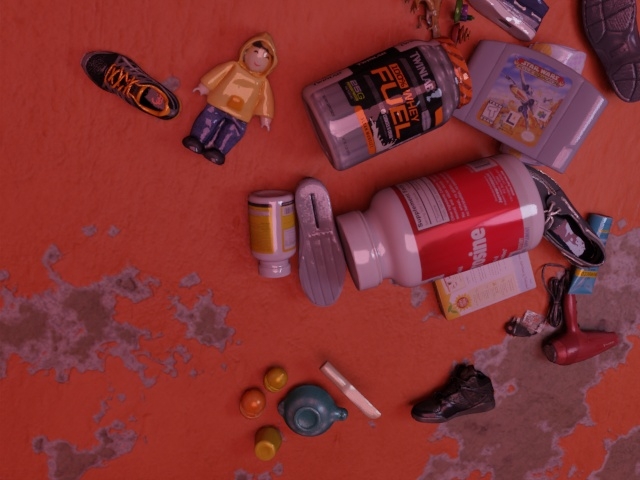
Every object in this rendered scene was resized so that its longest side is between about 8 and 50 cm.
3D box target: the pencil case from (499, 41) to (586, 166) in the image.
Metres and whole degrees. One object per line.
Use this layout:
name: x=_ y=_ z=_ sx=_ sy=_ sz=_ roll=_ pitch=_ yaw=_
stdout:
pencil case: x=0.492 y=-0.300 z=1.345 sx=0.124 sy=0.113 sz=0.272 roll=9 pitch=104 yaw=-7

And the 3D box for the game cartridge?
game cartridge: x=0.433 y=-0.298 z=1.283 sx=0.297 sy=0.062 sz=0.198 roll=33 pitch=114 yaw=17

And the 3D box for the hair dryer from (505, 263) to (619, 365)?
hair dryer: x=0.641 y=0.212 z=1.534 sx=0.294 sy=0.080 sz=0.223 roll=29 pitch=99 yaw=-16

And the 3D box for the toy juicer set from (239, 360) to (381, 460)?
toy juicer set: x=-0.043 y=0.389 z=1.482 sx=0.329 sy=0.089 sz=0.209 roll=-24 pitch=95 yaw=7

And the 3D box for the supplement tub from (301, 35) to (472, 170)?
supplement tub: x=0.137 y=-0.289 z=1.251 sx=0.316 sy=0.193 sz=0.193 roll=-25 pitch=108 yaw=-1

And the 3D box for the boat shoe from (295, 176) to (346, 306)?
boat shoe: x=0.000 y=0.000 z=1.363 sx=0.109 sy=0.094 sz=0.302 roll=-4 pitch=109 yaw=3

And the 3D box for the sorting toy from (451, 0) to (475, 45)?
sorting toy: x=0.307 y=-0.469 z=1.291 sx=0.042 sy=0.061 sz=0.101 roll=10 pitch=136 yaw=13

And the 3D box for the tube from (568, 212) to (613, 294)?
tube: x=0.671 y=0.036 z=1.499 sx=0.080 sy=0.052 sz=0.206 roll=5 pitch=104 yaw=-19

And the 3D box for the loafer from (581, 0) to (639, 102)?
loafer: x=0.660 y=-0.458 z=1.352 sx=0.109 sy=0.095 sz=0.302 roll=-17 pitch=106 yaw=28

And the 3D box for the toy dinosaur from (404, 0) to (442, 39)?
toy dinosaur: x=0.237 y=-0.518 z=1.280 sx=0.112 sy=0.064 sz=0.211 roll=-8 pitch=117 yaw=-25

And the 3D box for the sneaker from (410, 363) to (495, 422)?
sneaker: x=0.333 y=0.385 z=1.535 sx=0.228 sy=0.087 sz=0.130 roll=-11 pitch=105 yaw=-9

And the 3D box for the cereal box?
cereal box: x=0.391 y=0.076 z=1.472 sx=0.240 sy=0.047 sz=0.172 roll=-20 pitch=108 yaw=-3

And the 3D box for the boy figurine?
boy figurine: x=-0.168 y=-0.296 z=1.257 sx=0.177 sy=0.092 sz=0.285 roll=32 pitch=102 yaw=-13

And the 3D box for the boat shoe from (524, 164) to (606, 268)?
boat shoe: x=0.551 y=-0.058 z=1.413 sx=0.116 sy=0.099 sz=0.319 roll=-42 pitch=95 yaw=8

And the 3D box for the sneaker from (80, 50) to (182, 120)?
sneaker: x=-0.381 y=-0.315 z=1.221 sx=0.215 sy=0.083 sz=0.084 roll=27 pitch=102 yaw=-14

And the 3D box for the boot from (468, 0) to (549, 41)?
boot: x=0.402 y=-0.515 z=1.300 sx=0.190 sy=0.069 sz=0.086 roll=28 pitch=93 yaw=-23

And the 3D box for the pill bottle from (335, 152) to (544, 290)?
pill bottle: x=0.251 y=-0.031 z=1.325 sx=0.408 sy=0.229 sz=0.228 roll=-17 pitch=108 yaw=-3

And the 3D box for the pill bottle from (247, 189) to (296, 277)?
pill bottle: x=-0.106 y=-0.015 z=1.339 sx=0.103 sy=0.103 sz=0.184 roll=-3 pitch=106 yaw=-8
